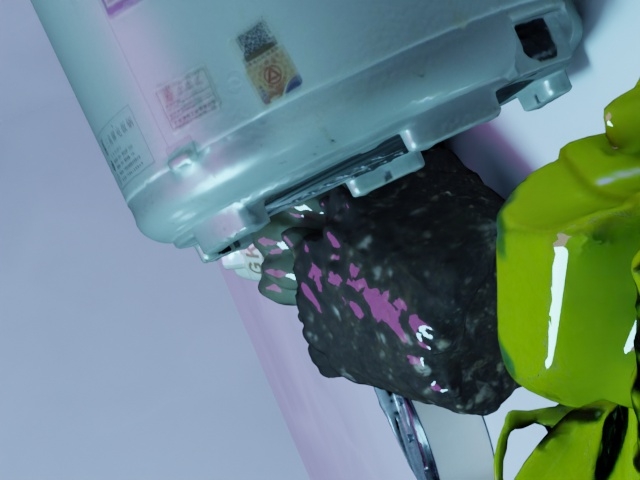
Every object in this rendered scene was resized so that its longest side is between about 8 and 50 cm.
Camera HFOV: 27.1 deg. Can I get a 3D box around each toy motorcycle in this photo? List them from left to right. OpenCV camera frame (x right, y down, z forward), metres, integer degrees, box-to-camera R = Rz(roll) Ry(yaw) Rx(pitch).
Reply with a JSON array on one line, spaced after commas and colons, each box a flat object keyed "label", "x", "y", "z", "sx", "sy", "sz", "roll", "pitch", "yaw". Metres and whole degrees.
[{"label": "toy motorcycle", "x": 0.127, "y": 0.087, "z": 0.446, "sx": 0.206, "sy": 0.142, "sz": 0.342, "roll": 53, "pitch": 157, "yaw": 43}]

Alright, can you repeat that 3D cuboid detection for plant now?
[{"label": "plant", "x": 0.050, "y": 0.018, "z": 0.801, "sx": 0.194, "sy": 0.132, "sz": 0.129, "roll": 31, "pitch": 134, "yaw": 46}]

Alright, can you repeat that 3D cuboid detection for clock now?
[{"label": "clock", "x": 0.092, "y": 0.152, "z": 1.163, "sx": 0.155, "sy": 0.063, "sz": 0.229, "roll": -125, "pitch": 17, "yaw": -54}]

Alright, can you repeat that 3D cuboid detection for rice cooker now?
[{"label": "rice cooker", "x": -0.018, "y": -0.131, "z": 0.612, "sx": 0.280, "sy": 0.241, "sz": 0.227, "roll": -27, "pitch": 88, "yaw": 45}]

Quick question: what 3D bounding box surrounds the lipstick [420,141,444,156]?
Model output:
[{"label": "lipstick", "x": 0.031, "y": -0.115, "z": 0.844, "sx": 0.081, "sy": 0.081, "sz": 0.299, "roll": -120, "pitch": 11, "yaw": -46}]

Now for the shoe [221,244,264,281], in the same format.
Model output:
[{"label": "shoe", "x": 0.000, "y": 0.000, "z": 1.067, "sx": 0.316, "sy": 0.159, "sz": 0.124, "roll": -119, "pitch": 13, "yaw": -57}]
